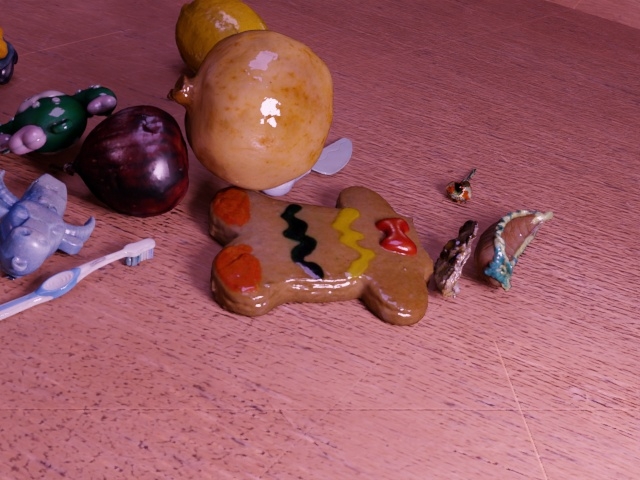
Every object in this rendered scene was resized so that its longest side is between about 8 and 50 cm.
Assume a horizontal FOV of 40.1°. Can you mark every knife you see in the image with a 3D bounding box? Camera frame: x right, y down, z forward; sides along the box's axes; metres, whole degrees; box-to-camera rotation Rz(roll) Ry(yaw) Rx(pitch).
[{"bbox_3d":[-0.010,-0.157,1.810,0.080,0.044,0.331,35,36,22],"label":"knife"}]

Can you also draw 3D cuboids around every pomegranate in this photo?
[{"bbox_3d":[-0.106,-0.232,1.585,0.307,0.307,0.307,9,35,-6],"label":"pomegranate"}]

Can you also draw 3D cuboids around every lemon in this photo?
[{"bbox_3d":[-0.220,-0.457,2.013,0.260,0.204,0.204,40,41,14],"label":"lemon"}]

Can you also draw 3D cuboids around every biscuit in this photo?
[{"bbox_3d":[0.000,0.000,1.554,0.394,0.076,0.368,4,36,-13],"label":"biscuit"}]

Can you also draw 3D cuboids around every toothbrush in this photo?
[{"bbox_3d":[-0.410,0.070,1.345,0.040,0.040,0.386,35,40,28],"label":"toothbrush"}]

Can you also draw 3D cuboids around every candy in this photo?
[{"bbox_3d":[0.311,-0.125,1.875,0.055,0.049,0.185,29,29,10],"label":"candy"}]

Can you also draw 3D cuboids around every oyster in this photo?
[{"bbox_3d":[0.239,0.035,1.567,0.056,0.105,0.177,25,56,-5],"label":"oyster"}]

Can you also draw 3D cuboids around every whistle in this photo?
[{"bbox_3d":[-0.461,-0.030,1.424,0.180,0.093,0.269,29,29,-22],"label":"whistle"}]

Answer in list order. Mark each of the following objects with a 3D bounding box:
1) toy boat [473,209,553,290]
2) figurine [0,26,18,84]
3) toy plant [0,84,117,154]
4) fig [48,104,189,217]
[{"bbox_3d":[0.355,0.005,1.647,0.099,0.108,0.293,-6,18,31],"label":"toy boat"},{"bbox_3d":[-0.711,-0.444,1.715,0.185,0.204,0.332,18,0,12],"label":"figurine"},{"bbox_3d":[-0.501,-0.220,1.625,0.243,0.112,0.232,2,33,43],"label":"toy plant"},{"bbox_3d":[-0.357,-0.137,1.542,0.250,0.186,0.203,-4,56,-12],"label":"fig"}]
